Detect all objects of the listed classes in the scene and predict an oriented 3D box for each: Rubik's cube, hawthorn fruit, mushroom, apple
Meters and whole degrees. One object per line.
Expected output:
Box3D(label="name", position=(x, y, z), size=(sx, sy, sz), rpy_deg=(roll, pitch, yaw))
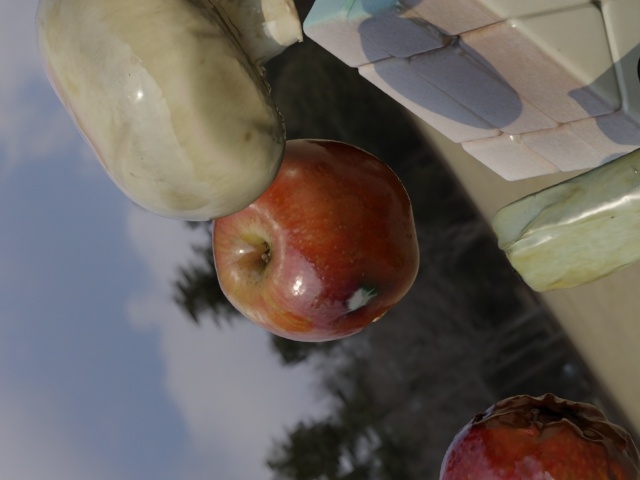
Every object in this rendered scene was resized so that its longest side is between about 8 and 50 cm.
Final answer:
Box3D(label="Rubik's cube", position=(0.230, -0.281, 1.816), size=(0.319, 0.321, 0.316), rpy_deg=(34, 161, -22))
Box3D(label="hawthorn fruit", position=(0.183, 0.213, 1.421), size=(0.173, 0.173, 0.179), rpy_deg=(-84, -28, -80))
Box3D(label="mushroom", position=(-0.108, -0.139, 1.364), size=(0.246, 0.202, 0.246), rpy_deg=(57, -175, -7))
Box3D(label="apple", position=(0.000, 0.000, 1.526), size=(0.199, 0.199, 0.199), rpy_deg=(56, -173, -10))
Box3D(label="mushroom", position=(0.297, -0.041, 1.441), size=(0.100, 0.312, 0.081), rpy_deg=(52, -154, -30))

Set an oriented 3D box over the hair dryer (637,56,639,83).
Box3D(label="hair dryer", position=(0.259, -0.257, 1.476), size=(0.156, 0.284, 0.320), rpy_deg=(-3, 113, 56))
